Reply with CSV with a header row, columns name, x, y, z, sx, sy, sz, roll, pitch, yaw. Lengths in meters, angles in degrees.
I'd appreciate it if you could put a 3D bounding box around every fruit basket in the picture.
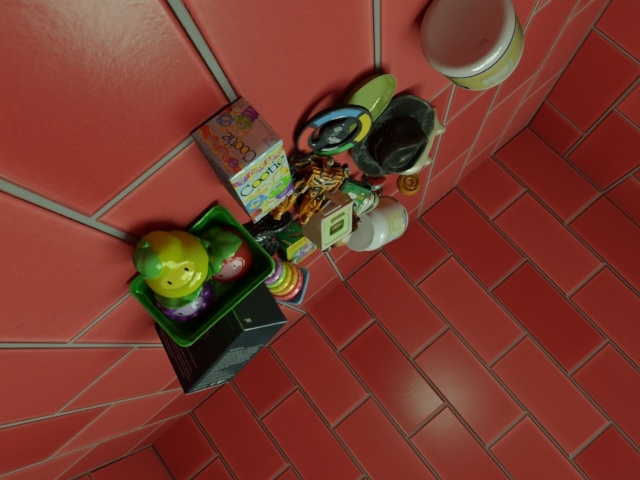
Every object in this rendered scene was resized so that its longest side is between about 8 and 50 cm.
name,x,y,z,sx,sy,sz,roll,pitch,yaw
fruit basket,-0.342,0.088,1.241,0.392,0.283,0.392,-42,-177,3

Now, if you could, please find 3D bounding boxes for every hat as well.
name,x,y,z,sx,sy,sz,roll,pitch,yaw
hat,0.279,-0.330,1.581,0.331,0.134,0.332,-15,135,-15

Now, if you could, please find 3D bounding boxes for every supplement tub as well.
name,x,y,z,sx,sy,sz,roll,pitch,yaw
supplement tub,0.441,-0.563,1.291,0.241,0.241,0.331,-48,163,26
supplement tub,0.260,-0.083,2.229,0.324,0.235,0.235,-22,156,-51

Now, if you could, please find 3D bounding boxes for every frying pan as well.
name,x,y,z,sx,sy,sz,roll,pitch,yaw
frying pan,-0.232,0.029,1.691,0.197,0.053,0.326,-32,161,-27

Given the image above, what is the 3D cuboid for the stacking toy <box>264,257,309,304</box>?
name,x,y,z,sx,sy,sz,roll,pitch,yaw
stacking toy,-0.187,0.131,1.783,0.302,0.175,0.166,42,58,-56

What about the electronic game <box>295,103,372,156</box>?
name,x,y,z,sx,sy,sz,roll,pitch,yaw
electronic game,0.039,-0.306,1.288,0.229,0.048,0.229,-17,162,-6

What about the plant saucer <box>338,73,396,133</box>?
name,x,y,z,sx,sy,sz,roll,pitch,yaw
plant saucer,0.123,-0.404,1.356,0.241,0.037,0.241,-37,164,-12

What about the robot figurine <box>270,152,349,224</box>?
name,x,y,z,sx,sy,sz,roll,pitch,yaw
robot figurine,-0.035,-0.160,1.423,0.210,0.085,0.291,8,148,-28

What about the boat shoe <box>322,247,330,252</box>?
name,x,y,z,sx,sy,sz,roll,pitch,yaw
boat shoe,0.001,0.001,2.150,0.073,0.080,0.224,-32,158,-12

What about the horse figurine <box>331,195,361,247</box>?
name,x,y,z,sx,sy,sz,roll,pitch,yaw
horse figurine,0.086,-0.054,1.841,0.066,0.175,0.263,5,138,-31

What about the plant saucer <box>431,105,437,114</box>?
name,x,y,z,sx,sy,sz,roll,pitch,yaw
plant saucer,0.415,-0.469,1.897,0.200,0.037,0.200,-37,165,-11

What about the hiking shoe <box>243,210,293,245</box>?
name,x,y,z,sx,sy,sz,roll,pitch,yaw
hiking shoe,-0.200,-0.036,1.560,0.226,0.086,0.114,-26,170,-17

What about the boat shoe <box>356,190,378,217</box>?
name,x,y,z,sx,sy,sz,roll,pitch,yaw
boat shoe,0.118,-0.128,2.033,0.103,0.113,0.302,15,135,-40

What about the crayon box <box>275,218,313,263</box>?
name,x,y,z,sx,sy,sz,roll,pitch,yaw
crayon box,-0.097,0.009,1.910,0.165,0.081,0.278,-36,165,-15

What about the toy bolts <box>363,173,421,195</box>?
name,x,y,z,sx,sy,sz,roll,pitch,yaw
toy bolts,0.299,-0.261,1.936,0.228,0.218,0.158,-21,170,-3

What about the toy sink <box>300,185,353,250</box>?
name,x,y,z,sx,sy,sz,roll,pitch,yaw
toy sink,0.024,-0.105,1.649,0.152,0.131,0.234,-32,144,-26

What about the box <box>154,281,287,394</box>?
name,x,y,z,sx,sy,sz,roll,pitch,yaw
box,-0.359,0.292,1.598,0.211,0.294,0.395,0,139,-52

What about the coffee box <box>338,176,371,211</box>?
name,x,y,z,sx,sy,sz,roll,pitch,yaw
coffee box,0.115,-0.172,1.877,0.041,0.113,0.184,-87,-157,-45

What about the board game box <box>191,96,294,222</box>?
name,x,y,z,sx,sy,sz,roll,pitch,yaw
board game box,-0.168,-0.177,1.076,0.142,0.144,0.275,-39,166,-8

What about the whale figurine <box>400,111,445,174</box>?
name,x,y,z,sx,sy,sz,roll,pitch,yaw
whale figurine,0.361,-0.385,1.790,0.272,0.216,0.141,-47,-154,-3
